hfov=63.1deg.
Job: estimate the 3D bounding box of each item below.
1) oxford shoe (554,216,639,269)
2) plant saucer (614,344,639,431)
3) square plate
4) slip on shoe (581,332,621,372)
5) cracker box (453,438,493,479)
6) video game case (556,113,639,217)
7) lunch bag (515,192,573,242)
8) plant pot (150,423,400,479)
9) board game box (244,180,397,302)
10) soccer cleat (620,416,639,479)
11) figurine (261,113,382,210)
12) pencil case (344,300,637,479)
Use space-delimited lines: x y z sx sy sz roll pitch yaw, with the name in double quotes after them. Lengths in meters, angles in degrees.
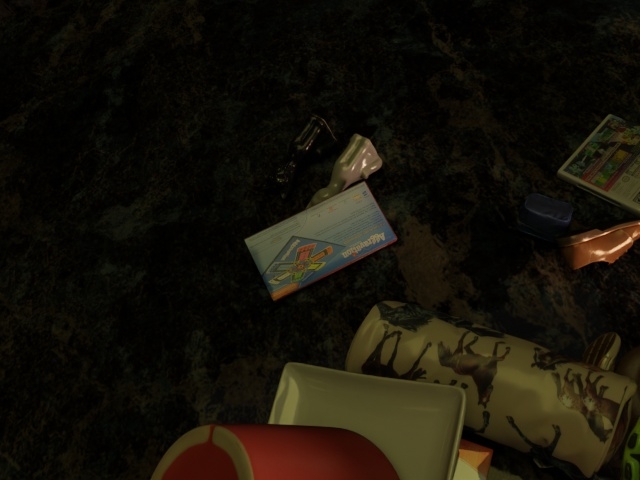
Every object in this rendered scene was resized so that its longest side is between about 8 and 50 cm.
0.539 0.003 0.962 0.212 0.076 0.076 -16 90 -6 "oxford shoe"
0.566 0.240 0.806 0.199 0.036 0.198 -7 56 10 "plant saucer"
0.034 0.366 0.751 0.344 0.049 0.347 -4 62 42 "square plate"
0.457 0.211 0.850 0.041 0.051 0.135 46 61 -8 "slip on shoe"
0.151 0.402 0.775 0.156 0.067 0.232 13 62 22 "cracker box"
0.623 -0.158 1.066 0.201 0.023 0.183 -44 59 -15 "video game case"
0.427 -0.042 1.006 0.098 0.065 0.067 24 45 23 "lunch bag"
-0.066 0.347 0.637 0.275 0.243 0.274 -24 51 32 "plant pot"
0.000 0.000 1.074 0.281 0.027 0.145 -26 76 -5 "board game box"
0.449 0.330 0.690 0.093 0.121 0.289 20 84 45 "soccer cleat"
-0.002 -0.155 1.180 0.215 0.092 0.209 30 76 27 "figurine"
0.240 0.225 0.809 0.410 0.160 0.183 17 107 26 "pencil case"
